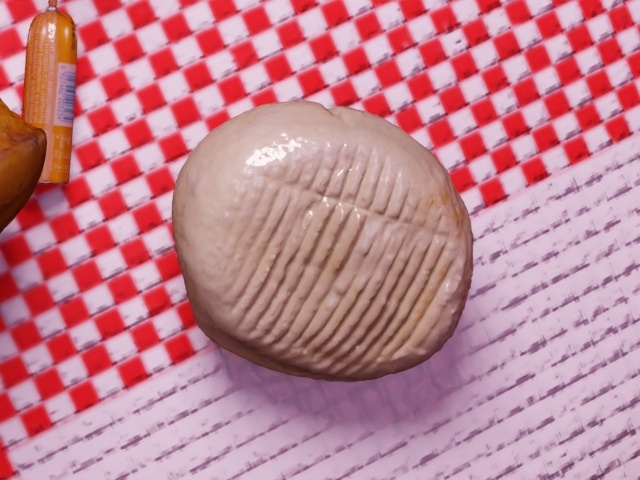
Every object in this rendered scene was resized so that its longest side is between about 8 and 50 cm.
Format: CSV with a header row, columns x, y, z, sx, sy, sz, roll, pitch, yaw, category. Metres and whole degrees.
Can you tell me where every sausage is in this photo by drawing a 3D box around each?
x,y,z,sx,sy,sz,roll,pitch,yaw,category
-0.154,-0.084,1.079,0.031,0.031,0.107,4,89,-17,sausage

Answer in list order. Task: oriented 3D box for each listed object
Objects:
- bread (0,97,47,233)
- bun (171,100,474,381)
x,y,z,sx,sy,sz,roll,pitch,yaw,category
-0.270,-0.007,0.963,0.269,0.195,0.143,-35,92,-22,bread
0.000,0.000,1.093,0.188,0.111,0.164,18,103,-19,bun
